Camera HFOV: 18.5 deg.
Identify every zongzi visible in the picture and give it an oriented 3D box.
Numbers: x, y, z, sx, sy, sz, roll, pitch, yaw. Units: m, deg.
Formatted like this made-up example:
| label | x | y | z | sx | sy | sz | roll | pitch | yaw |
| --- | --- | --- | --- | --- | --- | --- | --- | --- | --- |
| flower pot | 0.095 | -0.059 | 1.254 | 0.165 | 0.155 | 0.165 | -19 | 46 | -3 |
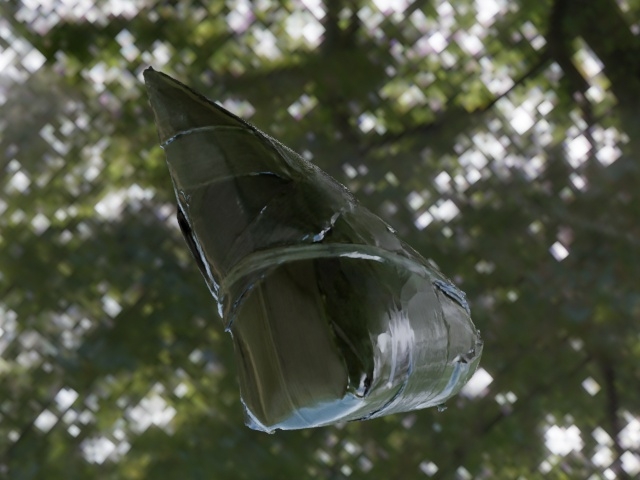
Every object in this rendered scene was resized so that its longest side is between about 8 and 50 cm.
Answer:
| label | x | y | z | sx | sy | sz | roll | pitch | yaw |
| --- | --- | --- | --- | --- | --- | --- | --- | --- | --- |
| zongzi | 0.000 | 0.000 | 0.613 | 0.055 | 0.109 | 0.119 | -32 | -105 | 24 |
